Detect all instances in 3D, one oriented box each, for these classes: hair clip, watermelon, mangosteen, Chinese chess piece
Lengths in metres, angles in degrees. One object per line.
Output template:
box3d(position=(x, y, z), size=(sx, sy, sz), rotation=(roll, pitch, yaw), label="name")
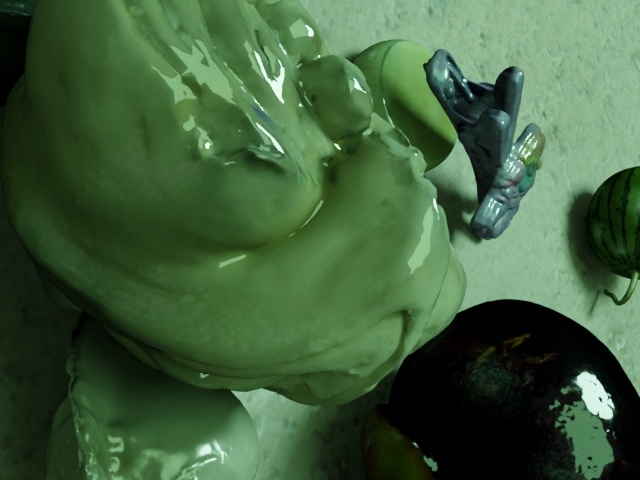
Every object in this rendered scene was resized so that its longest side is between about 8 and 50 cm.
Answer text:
box3d(position=(0.178, -0.082, 1.089), size=(0.137, 0.090, 0.278), rotation=(-61, 147, -20), label="hair clip")
box3d(position=(0.410, -0.004, 1.348), size=(0.141, 0.141, 0.187), rotation=(30, 62, -37), label="watermelon")
box3d(position=(0.152, 0.206, 0.958), size=(0.302, 0.275, 0.274), rotation=(-28, 101, -13), label="mangosteen")
box3d(position=(0.084, -0.138, 1.103), size=(0.144, 0.059, 0.144), rotation=(17, 67, -45), label="Chinese chess piece")

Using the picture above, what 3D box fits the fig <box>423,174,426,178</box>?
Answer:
box3d(position=(0.025, -0.013, 0.931), size=(0.202, 0.148, 0.149), rotation=(-10, 120, -60), label="fig")

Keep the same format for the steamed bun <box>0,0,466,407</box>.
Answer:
box3d(position=(-0.075, -0.027, 0.708), size=(0.247, 0.352, 0.339), rotation=(-39, 86, -5), label="steamed bun")

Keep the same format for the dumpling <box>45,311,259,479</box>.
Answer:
box3d(position=(-0.128, 0.126, 0.749), size=(0.247, 0.142, 0.172), rotation=(-55, 122, -75), label="dumpling")

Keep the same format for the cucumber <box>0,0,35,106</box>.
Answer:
box3d(position=(-0.210, -0.161, 0.799), size=(0.244, 0.063, 0.115), rotation=(-6, 84, -49), label="cucumber")
